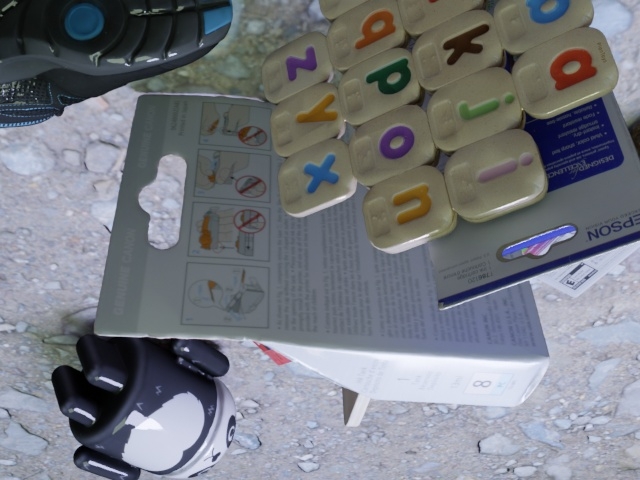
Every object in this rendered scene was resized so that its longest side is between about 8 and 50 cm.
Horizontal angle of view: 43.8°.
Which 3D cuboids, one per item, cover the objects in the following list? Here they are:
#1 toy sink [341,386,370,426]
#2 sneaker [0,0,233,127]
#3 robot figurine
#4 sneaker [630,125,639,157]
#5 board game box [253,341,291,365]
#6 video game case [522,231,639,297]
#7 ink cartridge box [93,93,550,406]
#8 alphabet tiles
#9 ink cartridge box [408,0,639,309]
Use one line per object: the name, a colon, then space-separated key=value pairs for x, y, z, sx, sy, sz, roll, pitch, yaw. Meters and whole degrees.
toy sink: x=0.099 y=0.089 z=0.947 sx=0.131 sy=0.234 sz=0.153 roll=4 pitch=139 yaw=-7
sneaker: x=-0.243 y=-0.179 z=0.725 sx=0.340 sy=0.125 sz=0.140 roll=-9 pitch=168 yaw=3
robot figurine: x=-0.250 y=0.244 z=1.162 sx=0.209 sy=0.174 sz=0.278 roll=-23 pitch=136 yaw=33
sneaker: x=0.362 y=-0.062 z=0.914 sx=0.086 sy=0.064 sz=0.192 roll=12 pitch=144 yaw=-17
board game box: x=-0.063 y=0.081 z=1.092 sx=0.145 sy=0.027 sz=0.281 roll=-20 pitch=137 yaw=18
video game case: x=0.273 y=-0.025 z=0.920 sx=0.183 sy=0.023 sz=0.201 roll=26 pitch=145 yaw=-3
ink cartridge box: x=0.000 y=0.000 z=0.776 sx=0.384 sy=0.308 sz=0.091 roll=4 pitch=139 yaw=-7
alphabet tiles: x=0.079 y=-0.134 z=0.641 sx=0.278 sy=0.284 sz=0.021 roll=-22 pitch=151 yaw=23
ink cartridge box: x=0.159 y=-0.091 z=0.655 sx=0.165 sy=0.333 sz=0.065 roll=-21 pitch=137 yaw=23
